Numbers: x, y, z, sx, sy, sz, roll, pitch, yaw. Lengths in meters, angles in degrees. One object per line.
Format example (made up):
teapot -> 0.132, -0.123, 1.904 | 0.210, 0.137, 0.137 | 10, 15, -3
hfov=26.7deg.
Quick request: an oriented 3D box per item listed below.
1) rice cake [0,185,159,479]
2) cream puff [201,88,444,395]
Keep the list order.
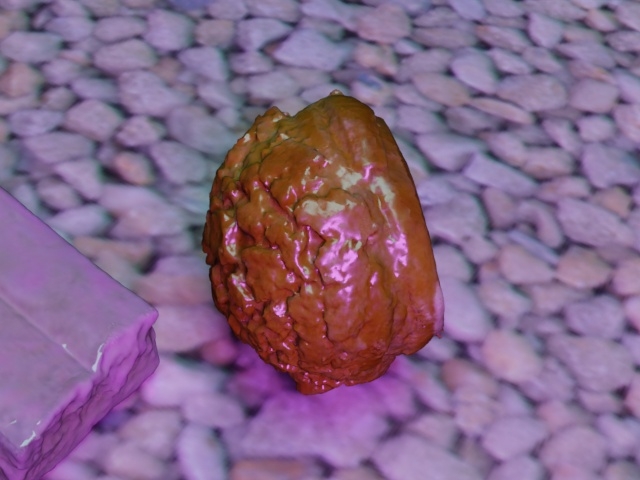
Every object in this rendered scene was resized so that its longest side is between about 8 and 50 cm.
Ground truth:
rice cake -> -0.206, -0.003, 0.638 | 0.298, 0.050, 0.106 | 34, 49, 21
cream puff -> -0.003, 0.003, 0.624 | 0.103, 0.126, 0.144 | -15, 39, -5
